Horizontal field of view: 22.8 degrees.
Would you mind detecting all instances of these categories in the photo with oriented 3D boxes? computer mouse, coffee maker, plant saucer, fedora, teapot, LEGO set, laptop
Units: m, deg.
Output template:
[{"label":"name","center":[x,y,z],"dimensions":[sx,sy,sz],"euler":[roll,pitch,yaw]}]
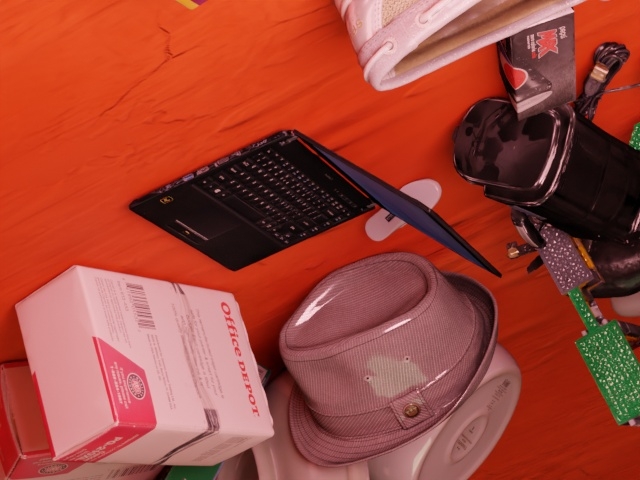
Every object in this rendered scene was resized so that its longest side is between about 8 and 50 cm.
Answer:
[{"label":"computer mouse","center":[0.335,-0.165,1.486],"dimensions":[0.193,0.042,0.106],"euler":[-10,152,-5]},{"label":"coffee maker","center":[0.238,-0.071,1.493],"dimensions":[0.171,0.120,0.178],"euler":[-12,162,32]},{"label":"plant saucer","center":[-0.053,0.332,1.887],"dimensions":[0.100,0.400,0.400],"euler":[4,151,-20]},{"label":"fedora","center":[0.053,0.108,1.724],"dimensions":[0.275,0.243,0.124],"euler":[-24,128,19]},{"label":"teapot","center":[0.113,0.193,1.971],"dimensions":[0.252,0.187,0.256],"euler":[-29,144,-41]},{"label":"LEGO set","center":[0.361,0.042,1.641],"dimensions":[0.255,0.331,0.192],"euler":[-40,160,15]},{"label":"laptop","center":[0.000,0.000,1.483],"dimensions":[0.264,0.136,0.234],"euler":[-24,156,14]}]

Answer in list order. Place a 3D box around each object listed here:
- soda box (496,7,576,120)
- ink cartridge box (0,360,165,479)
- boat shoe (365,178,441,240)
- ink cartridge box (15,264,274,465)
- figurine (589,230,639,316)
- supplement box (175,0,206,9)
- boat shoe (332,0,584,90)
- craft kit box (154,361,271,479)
[{"label":"soda box","center":[0.182,-0.167,1.346],"dimensions":[0.060,0.053,0.169],"euler":[-19,157,2]},{"label":"ink cartridge box","center":[-0.295,0.239,1.832],"dimensions":[0.207,0.117,0.283],"euler":[-6,154,-29]},{"label":"boat shoe","center":[0.089,-0.034,1.613],"dimensions":[0.100,0.035,0.035],"euler":[-41,176,35]},{"label":"ink cartridge box","center":[-0.174,0.133,1.608],"dimensions":[0.100,0.172,0.237],"euler":[-31,154,29]},{"label":"figurine","center":[0.428,0.035,1.847],"dimensions":[0.209,0.092,0.215],"euler":[-1,167,27]},{"label":"supplement box","center":[-0.073,-0.203,1.069],"dimensions":[0.083,0.055,0.043],"euler":[-27,157,21]},{"label":"boat shoe","center":[0.171,-0.202,1.190],"dimensions":[0.320,0.103,0.118],"euler":[-16,157,-4]},{"label":"craft kit box","center":[-0.170,0.286,1.911],"dimensions":[0.061,0.250,0.246],"euler":[31,143,-3]}]
